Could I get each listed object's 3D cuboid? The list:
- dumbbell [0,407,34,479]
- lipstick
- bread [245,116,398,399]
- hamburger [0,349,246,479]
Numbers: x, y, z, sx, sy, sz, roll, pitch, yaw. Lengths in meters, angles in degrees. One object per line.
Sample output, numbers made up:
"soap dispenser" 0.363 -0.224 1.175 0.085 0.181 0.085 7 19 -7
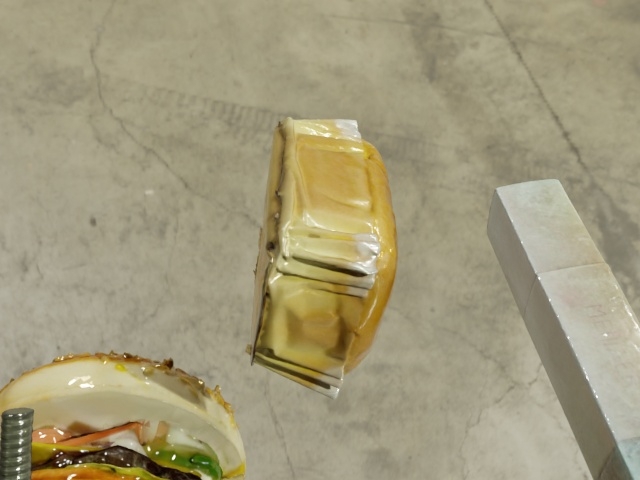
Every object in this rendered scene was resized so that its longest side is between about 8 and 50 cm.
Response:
"dumbbell" -0.187 0.227 0.535 0.081 0.081 0.254 3 94 -3
"lipstick" 0.251 0.098 0.833 0.076 0.080 0.371 -9 48 -7
"bread" 0.000 0.000 0.742 0.107 0.136 0.241 10 32 -7
"hamburger" -0.198 0.247 0.834 0.291 0.291 0.225 1 41 -4
